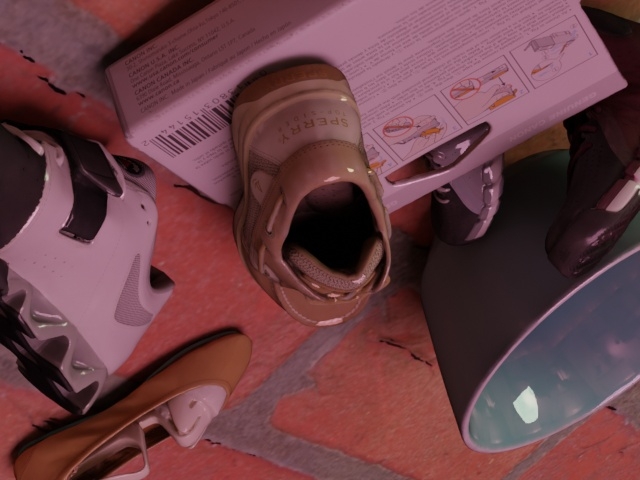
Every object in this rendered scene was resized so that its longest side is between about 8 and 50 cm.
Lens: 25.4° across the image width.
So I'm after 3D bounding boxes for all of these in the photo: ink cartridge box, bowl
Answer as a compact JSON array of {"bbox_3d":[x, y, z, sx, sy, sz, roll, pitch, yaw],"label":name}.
[{"bbox_3d":[0.042,-0.116,0.994,0.296,0.066,0.261,-29,151,14],"label":"ink cartridge box"},{"bbox_3d":[0.214,0.033,1.287,0.312,0.163,0.311,-26,151,-16],"label":"bowl"}]

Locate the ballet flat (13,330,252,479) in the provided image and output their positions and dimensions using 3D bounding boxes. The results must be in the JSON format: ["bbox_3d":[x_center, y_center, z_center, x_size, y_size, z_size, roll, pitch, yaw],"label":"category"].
[{"bbox_3d":[-0.146,0.163,1.211,0.232,0.073,0.080,-31,146,-10],"label":"ballet flat"}]

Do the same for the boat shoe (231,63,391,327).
[{"bbox_3d":[0.000,0.000,0.994,0.109,0.098,0.302,-17,152,-7],"label":"boat shoe"}]

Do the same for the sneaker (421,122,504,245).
[{"bbox_3d":[0.080,-0.085,1.128,0.132,0.086,0.228,-11,132,-22],"label":"sneaker"}]

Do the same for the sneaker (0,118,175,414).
[{"bbox_3d":[-0.185,-0.031,0.930,0.146,0.122,0.330,-46,149,-20],"label":"sneaker"}]

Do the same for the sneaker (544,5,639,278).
[{"bbox_3d":[0.202,-0.093,1.126,0.281,0.162,0.106,-46,167,-43],"label":"sneaker"}]
